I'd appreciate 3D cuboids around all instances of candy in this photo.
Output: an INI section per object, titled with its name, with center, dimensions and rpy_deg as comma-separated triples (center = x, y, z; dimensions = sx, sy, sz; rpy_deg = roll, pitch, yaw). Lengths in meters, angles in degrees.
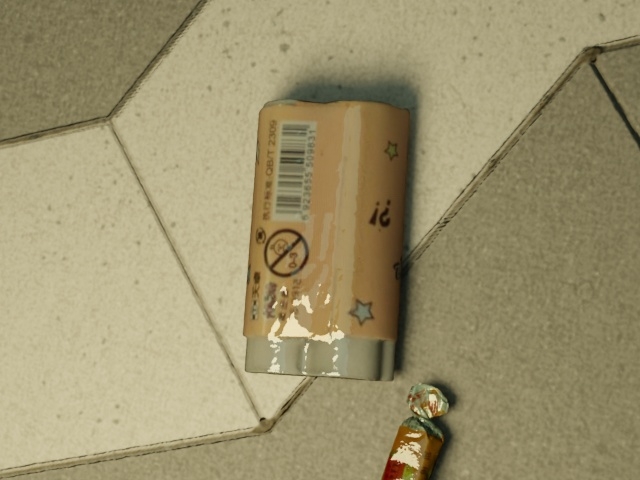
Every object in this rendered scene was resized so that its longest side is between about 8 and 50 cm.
[candy]
center = 0.091, 0.239, 1.685
dimensions = 0.053, 0.046, 0.182
rpy_deg = 20, 85, 21

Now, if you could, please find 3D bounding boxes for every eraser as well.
[eraser]
center = 0.000, 0.000, 1.717
dimensions = 0.171, 0.087, 0.291
rpy_deg = 1, 84, 20
